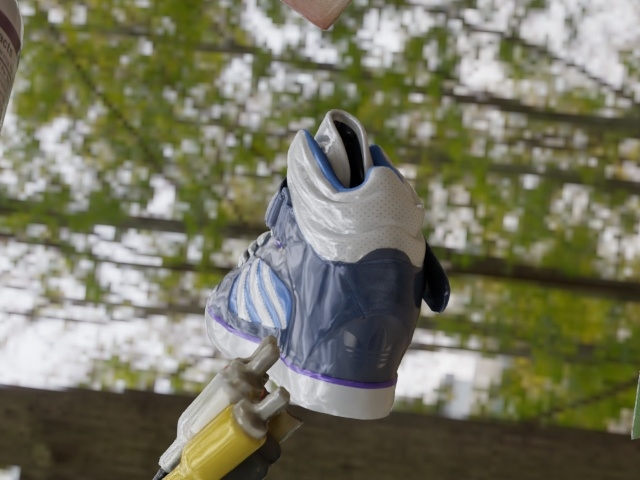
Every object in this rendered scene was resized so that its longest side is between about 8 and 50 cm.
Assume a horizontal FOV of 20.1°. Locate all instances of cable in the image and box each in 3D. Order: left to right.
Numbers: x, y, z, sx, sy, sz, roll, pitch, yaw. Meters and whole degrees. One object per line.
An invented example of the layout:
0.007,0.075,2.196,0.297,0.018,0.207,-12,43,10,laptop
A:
-0.117,0.174,1.189,0.072,0.287,0.139,46,-172,-13,cable

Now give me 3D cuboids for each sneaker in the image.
0.000,0.000,1.551,0.323,0.130,0.236,-147,64,-67,sneaker

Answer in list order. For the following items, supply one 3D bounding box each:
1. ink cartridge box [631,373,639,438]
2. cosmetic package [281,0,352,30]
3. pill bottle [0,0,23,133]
0.320,0.046,1.309,0.056,0.171,0.235,-127,31,-56,ink cartridge box
0.041,-0.319,1.387,0.296,0.153,0.129,-48,8,45,cosmetic package
-0.284,-0.095,1.148,0.169,0.169,0.301,68,-152,-60,pill bottle
